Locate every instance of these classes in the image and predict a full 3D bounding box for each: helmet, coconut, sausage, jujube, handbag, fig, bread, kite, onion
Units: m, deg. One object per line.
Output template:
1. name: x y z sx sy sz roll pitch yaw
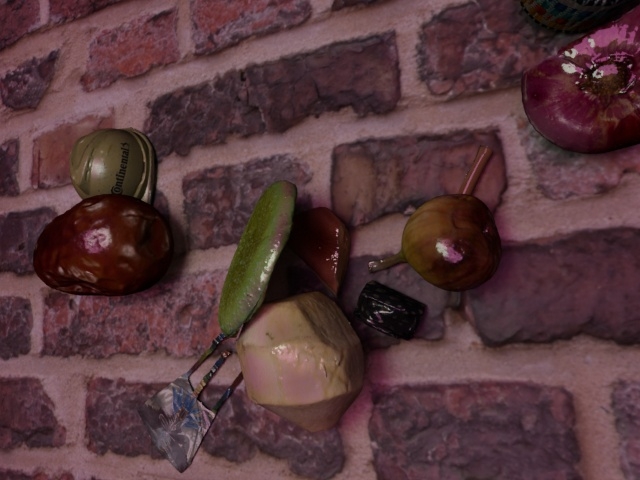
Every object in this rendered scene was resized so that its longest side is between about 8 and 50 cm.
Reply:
1. helmet: -0.495 -0.150 1.015 0.203 0.137 0.258 -9 81 21
2. coconut: -0.033 0.203 0.744 0.197 0.237 0.237 -10 78 -15
3. sausage: 0.258 -0.104 0.760 0.026 0.026 0.116 26 94 23
4. jujube: -0.459 0.020 0.941 0.317 0.223 0.223 -14 78 30
5. handbag: 0.098 0.124 0.737 0.115 0.139 0.072 26 102 22
6. fig: 0.170 0.003 0.725 0.230 0.143 0.160 4 54 30
7. bread: -0.120 0.028 0.782 0.045 0.301 0.302 22 93 -16
8. bread: 0.000 0.000 0.830 0.192 0.067 0.119 47 110 21
9. kite: -0.253 0.334 0.925 0.310 0.015 0.169 -46 70 14
10. onion: 0.410 -0.216 0.636 0.207 0.200 0.201 -24 75 5

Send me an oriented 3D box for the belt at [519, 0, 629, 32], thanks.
1. belt: 0.430 -0.463 0.658 0.206 0.160 0.295 37 99 3
